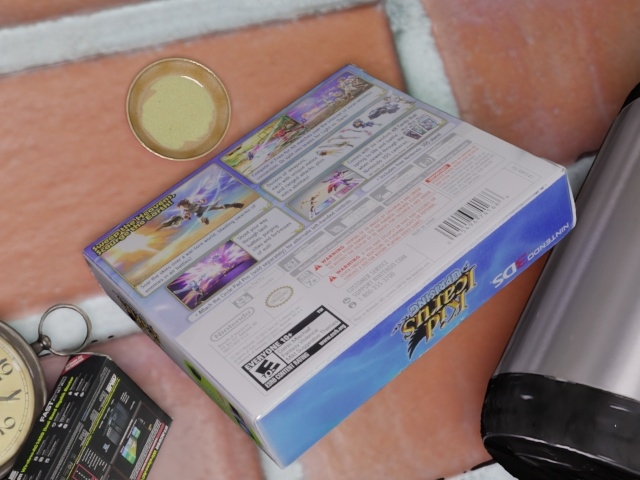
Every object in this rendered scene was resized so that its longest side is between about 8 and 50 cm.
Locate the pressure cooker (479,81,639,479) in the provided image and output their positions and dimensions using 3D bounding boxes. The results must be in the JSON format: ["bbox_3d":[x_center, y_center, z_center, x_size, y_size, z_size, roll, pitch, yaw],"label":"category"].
[{"bbox_3d":[0.352,0.038,0.822,0.375,0.370,0.420,30,75,-6],"label":"pressure cooker"}]

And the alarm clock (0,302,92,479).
[{"bbox_3d":[-0.247,0.107,0.798,0.192,0.064,0.129,-34,85,-22],"label":"alarm clock"}]

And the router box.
[{"bbox_3d":[-0.164,0.154,0.791,0.092,0.038,0.122,55,47,-41],"label":"router box"}]

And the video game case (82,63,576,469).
[{"bbox_3d":[0.000,0.000,0.802,0.269,0.244,0.061,-37,133,-17],"label":"video game case"}]

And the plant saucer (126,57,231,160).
[{"bbox_3d":[-0.114,-0.103,0.890,0.083,0.015,0.083,2,82,-16],"label":"plant saucer"}]
